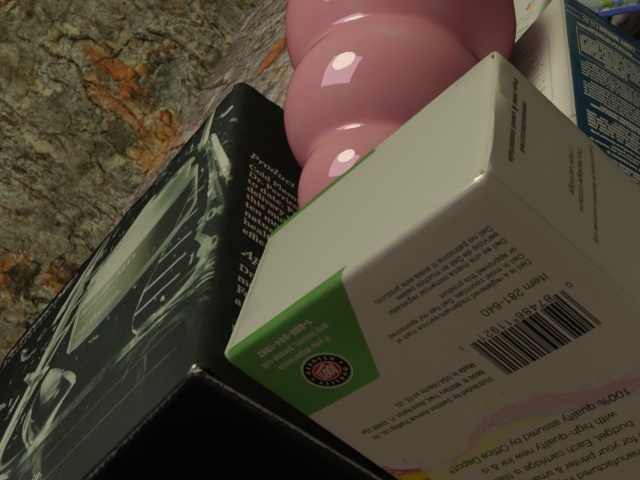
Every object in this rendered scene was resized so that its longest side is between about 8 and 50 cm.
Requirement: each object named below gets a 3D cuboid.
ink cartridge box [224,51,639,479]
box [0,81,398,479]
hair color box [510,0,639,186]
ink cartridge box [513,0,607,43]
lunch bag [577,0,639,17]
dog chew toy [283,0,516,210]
[{"bbox_3d":[0.121,0.064,0.524,0.201,0.278,0.117,-37,23,37],"label":"ink cartridge box"},{"bbox_3d":[-0.121,0.184,0.840,0.480,0.297,0.471,-45,20,22],"label":"box"},{"bbox_3d":[0.190,-0.037,0.741,0.174,0.105,0.347,-50,18,40],"label":"hair color box"},{"bbox_3d":[0.231,-0.230,1.001,0.154,0.093,0.212,-24,34,54],"label":"ink cartridge box"},{"bbox_3d":[0.299,-0.284,0.854,0.096,0.128,0.151,-24,17,-35],"label":"lunch bag"},{"bbox_3d":[0.060,-0.119,0.763,0.207,0.207,0.331,-30,42,47],"label":"dog chew toy"}]
